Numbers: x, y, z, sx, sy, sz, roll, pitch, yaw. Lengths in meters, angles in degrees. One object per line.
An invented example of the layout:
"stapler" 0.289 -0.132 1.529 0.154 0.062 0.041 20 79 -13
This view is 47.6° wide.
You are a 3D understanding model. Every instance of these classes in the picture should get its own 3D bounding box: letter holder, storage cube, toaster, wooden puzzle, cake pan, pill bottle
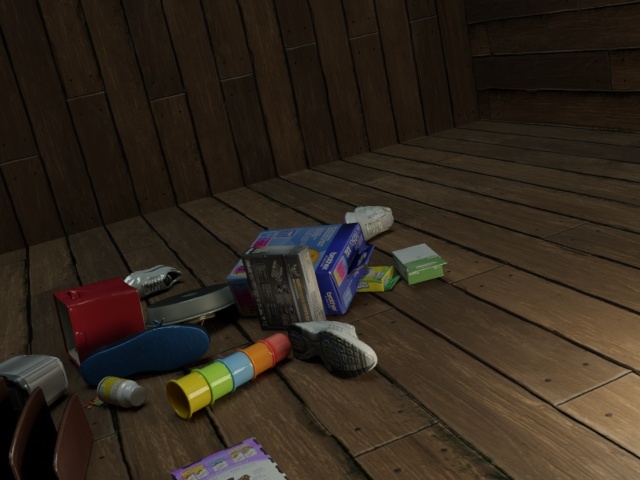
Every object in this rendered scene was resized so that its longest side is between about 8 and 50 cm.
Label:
"letter holder" -0.565 0.391 1.422 0.152 0.214 0.302 -14 17 -7
"storage cube" -0.611 0.224 2.017 0.193 0.214 0.184 -14 15 -29
"toaster" -0.735 0.360 1.795 0.227 0.129 0.146 -6 15 24
"wooden puzzle" -0.534 0.388 1.770 0.049 0.006 0.083 1 21 38
"cake pan" -0.382 0.187 2.141 0.293 0.054 0.293 -15 4 1
"pill bottle" -0.469 0.360 1.716 0.116 0.065 0.065 2 22 37

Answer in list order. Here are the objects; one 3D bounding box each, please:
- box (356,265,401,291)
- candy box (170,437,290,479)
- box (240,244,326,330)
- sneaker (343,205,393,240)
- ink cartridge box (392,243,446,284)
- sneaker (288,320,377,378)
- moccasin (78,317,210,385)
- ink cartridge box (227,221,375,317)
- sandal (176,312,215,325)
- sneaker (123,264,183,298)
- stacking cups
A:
"box" 0.140 0.114 2.141 0.179 0.043 0.105 -2 20 25
"candy box" -0.147 0.435 1.239 0.165 0.070 0.196 -18 17 -21
"box" -0.097 0.128 1.929 0.183 0.230 0.056 -4 22 28
"sneaker" 0.173 -0.066 2.580 0.152 0.114 0.305 -7 17 20
"ink cartridge box" 0.292 0.076 2.125 0.109 0.062 0.209 -14 17 -6
"sneaker" 0.042 0.236 1.709 0.129 0.110 0.297 -15 17 -31
"moccasin" -0.454 0.272 1.878 0.342 0.137 0.117 -11 12 0
"ink cartridge box" -0.029 0.082 2.088 0.396 0.151 0.270 -3 32 24
"sandal" -0.378 0.250 2.045 0.180 0.049 0.072 -26 10 -32
"sneaker" -0.577 0.146 2.472 0.095 0.090 0.235 11 28 33
"stacking cups" -0.205 0.304 1.692 0.096 0.096 0.316 5 20 44
